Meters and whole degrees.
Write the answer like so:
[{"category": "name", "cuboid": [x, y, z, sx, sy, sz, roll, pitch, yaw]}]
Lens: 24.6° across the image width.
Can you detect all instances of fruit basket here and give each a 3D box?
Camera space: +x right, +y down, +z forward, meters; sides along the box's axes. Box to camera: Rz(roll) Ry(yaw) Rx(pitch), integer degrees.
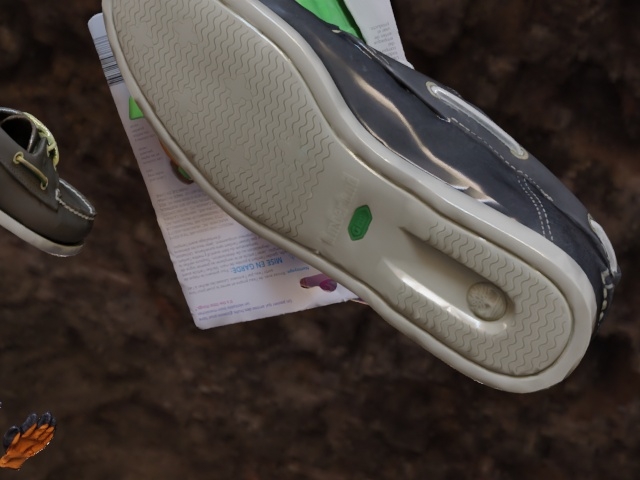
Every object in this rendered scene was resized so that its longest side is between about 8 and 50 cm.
[{"category": "fruit basket", "cuboid": [-0.040, -0.103, 1.481, 0.327, 0.165, 0.353, -14, -73, 27]}]

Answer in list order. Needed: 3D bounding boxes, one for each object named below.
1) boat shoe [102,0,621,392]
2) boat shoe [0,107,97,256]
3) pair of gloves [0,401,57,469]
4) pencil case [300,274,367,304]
[{"category": "boat shoe", "cuboid": [0.014, -0.037, 0.569, 0.233, 0.079, 0.084, 38, -51, 7]}, {"category": "boat shoe", "cuboid": [-0.280, -0.071, 1.279, 0.109, 0.091, 0.305, 40, 2, 31]}, {"category": "pair of gloves", "cuboid": [-0.254, 0.156, 1.164, 0.083, 0.010, 0.074, 19, -53, -36]}, {"category": "pencil case", "cuboid": [0.000, 0.000, 1.867, 0.284, 0.124, 0.124, 15, -27, 8]}]
